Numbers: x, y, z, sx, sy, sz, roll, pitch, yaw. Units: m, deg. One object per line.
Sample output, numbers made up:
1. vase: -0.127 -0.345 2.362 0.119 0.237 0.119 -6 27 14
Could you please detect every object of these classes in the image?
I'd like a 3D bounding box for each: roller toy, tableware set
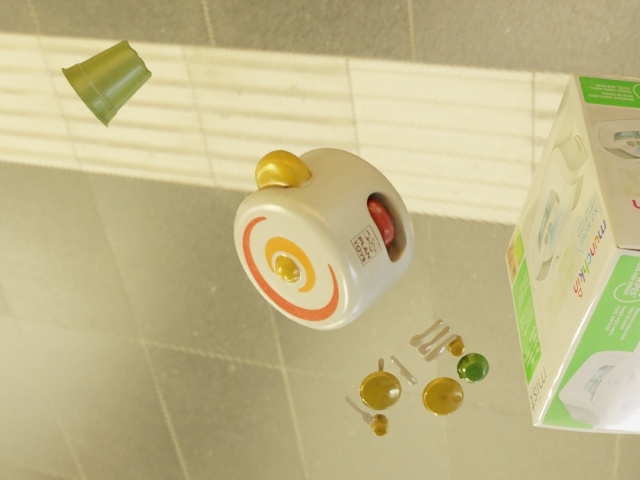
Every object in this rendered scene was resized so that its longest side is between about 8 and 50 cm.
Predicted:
1. roller toy: 0.000 0.000 1.210 0.191 0.146 0.209 36 141 17
2. tableware set: 0.111 0.164 1.168 0.154 0.024 0.104 -42 104 8

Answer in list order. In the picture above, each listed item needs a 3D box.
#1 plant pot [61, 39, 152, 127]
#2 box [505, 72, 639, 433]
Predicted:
1. plant pot: -0.238 -0.186 1.171 0.079 0.083 0.083 -37 112 0
2. box: 0.279 0.018 0.978 0.127 0.231 0.262 5 137 -4
